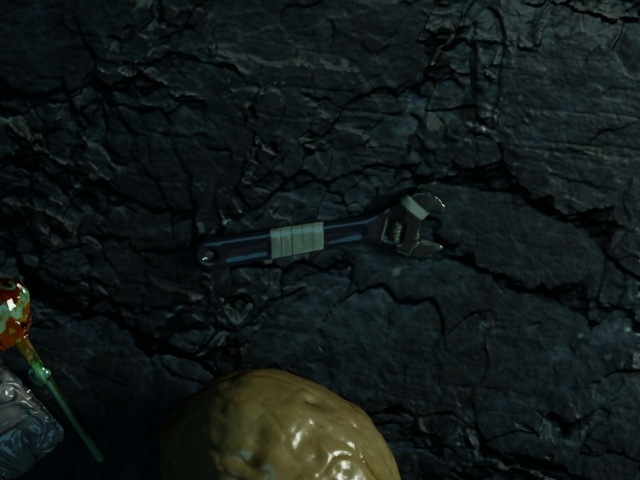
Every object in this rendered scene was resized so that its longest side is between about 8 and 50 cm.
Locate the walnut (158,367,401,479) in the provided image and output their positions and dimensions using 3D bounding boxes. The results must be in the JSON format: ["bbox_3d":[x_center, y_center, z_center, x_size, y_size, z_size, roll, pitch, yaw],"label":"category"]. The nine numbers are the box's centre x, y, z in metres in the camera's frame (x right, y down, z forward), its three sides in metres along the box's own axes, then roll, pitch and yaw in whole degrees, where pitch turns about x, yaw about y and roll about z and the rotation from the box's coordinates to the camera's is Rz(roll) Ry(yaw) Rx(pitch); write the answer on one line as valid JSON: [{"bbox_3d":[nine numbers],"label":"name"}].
[{"bbox_3d":[-0.052,0.295,1.849,0.313,0.277,0.252,32,74,-2],"label":"walnut"}]

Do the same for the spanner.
[{"bbox_3d":[0.000,0.000,1.883,0.316,0.024,0.087,-10,111,6],"label":"spanner"}]

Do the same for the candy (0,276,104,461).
[{"bbox_3d":[-0.347,0.166,1.935,0.084,0.078,0.288,-35,112,-8],"label":"candy"}]

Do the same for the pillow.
[{"bbox_3d":[-0.456,0.276,1.974,0.248,0.049,0.135,-36,106,15],"label":"pillow"}]
